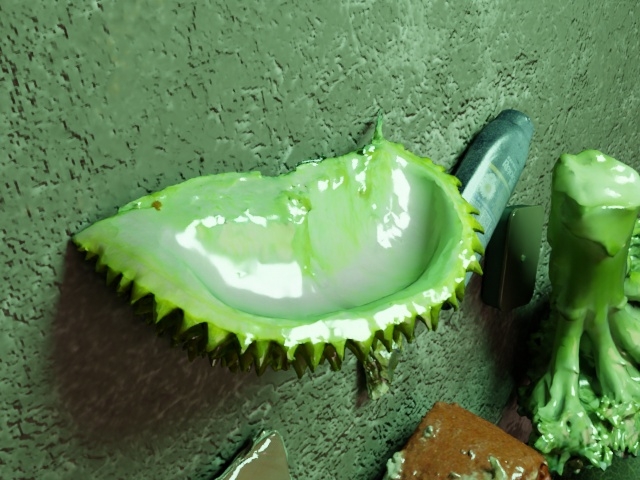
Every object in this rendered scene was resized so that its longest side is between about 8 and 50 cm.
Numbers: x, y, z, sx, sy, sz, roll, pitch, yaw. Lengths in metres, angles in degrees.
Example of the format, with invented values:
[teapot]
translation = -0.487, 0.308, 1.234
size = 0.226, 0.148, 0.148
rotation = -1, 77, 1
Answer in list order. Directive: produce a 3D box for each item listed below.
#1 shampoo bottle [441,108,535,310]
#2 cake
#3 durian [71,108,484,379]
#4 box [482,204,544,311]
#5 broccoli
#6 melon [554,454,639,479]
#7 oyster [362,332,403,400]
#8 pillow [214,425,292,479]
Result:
[shampoo bottle]
translation = 0.165, -0.040, 0.952
size = 0.234, 0.049, 0.087
rotation = -60, 138, -20
[cake]
translation = 0.148, 0.318, 0.955
size = 0.177, 0.151, 0.283
rotation = -34, 135, -32
[durian]
translation = 0.005, 0.007, 0.686
size = 0.355, 0.157, 0.170
rotation = -26, 104, -45
[box]
translation = 0.232, 0.019, 1.071
size = 0.091, 0.031, 0.126
rotation = -11, 109, -50
[broccoli]
translation = 0.350, 0.049, 1.073
size = 0.353, 0.274, 0.397
rotation = -63, 144, -66
[melon]
translation = 0.457, 0.380, 1.299
size = 0.237, 0.237, 0.302
rotation = -19, 113, -48
[oyster]
translation = 0.065, 0.114, 0.889
size = 0.051, 0.034, 0.093
rotation = -9, 103, -58
[pillow]
translation = -0.097, 0.266, 0.719
size = 0.232, 0.043, 0.126
rotation = -41, 131, -39
